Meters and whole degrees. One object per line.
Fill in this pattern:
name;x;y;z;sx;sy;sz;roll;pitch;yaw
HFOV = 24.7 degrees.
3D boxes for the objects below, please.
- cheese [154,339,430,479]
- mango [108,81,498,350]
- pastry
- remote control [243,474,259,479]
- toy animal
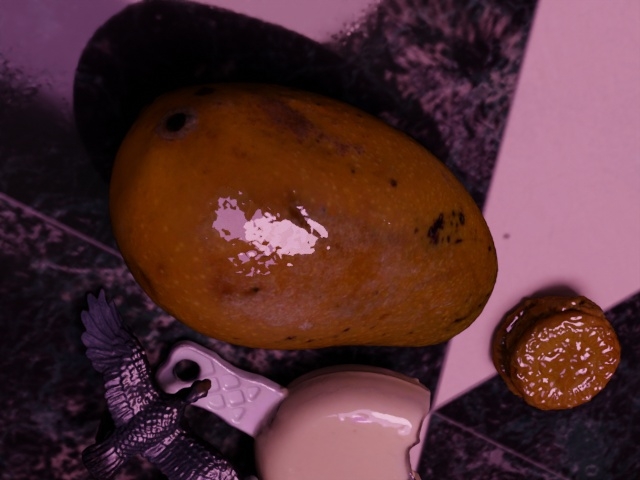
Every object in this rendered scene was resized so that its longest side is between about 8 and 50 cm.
cheese;-0.018;0.168;1.179;0.249;0.071;0.163;10;116;-7
mango;0.003;-0.002;1.040;0.330;0.175;0.176;17;156;-26
pastry;0.197;0.093;1.217;0.097;0.057;0.109;21;109;-26
remote control;-0.111;0.231;1.180;0.166;0.029;0.065;-21;119;18
toy animal;-0.129;0.139;1.116;0.108;0.062;0.220;-28;100;21
